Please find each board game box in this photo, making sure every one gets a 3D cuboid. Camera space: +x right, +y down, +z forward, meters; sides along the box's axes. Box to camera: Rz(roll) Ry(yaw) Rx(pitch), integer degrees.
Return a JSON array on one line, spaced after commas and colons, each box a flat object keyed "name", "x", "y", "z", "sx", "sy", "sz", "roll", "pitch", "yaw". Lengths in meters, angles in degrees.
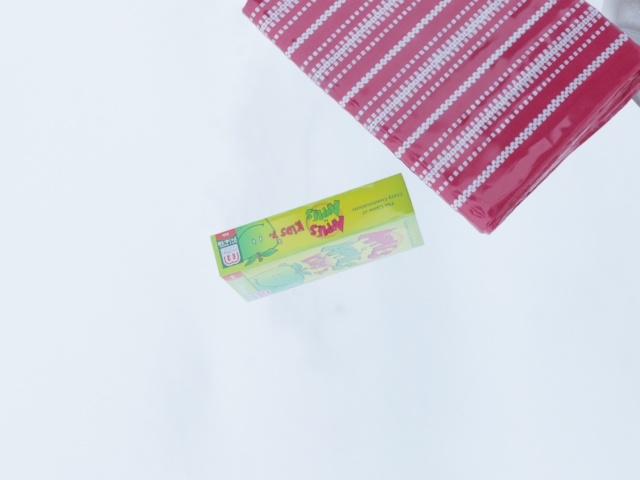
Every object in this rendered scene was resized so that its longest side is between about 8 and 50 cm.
[{"name": "board game box", "x": 0.000, "y": 0.000, "z": 0.918, "sx": 0.181, "sy": 0.092, "sz": 0.043, "roll": -18, "pitch": 69, "yaw": 6}]

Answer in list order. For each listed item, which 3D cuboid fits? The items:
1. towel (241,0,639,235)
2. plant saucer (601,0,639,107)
[{"name": "towel", "x": 0.100, "y": -0.159, "z": 0.792, "sx": 0.275, "sy": 0.031, "sz": 0.199, "roll": 44, "pitch": 82, "yaw": 10}, {"name": "plant saucer", "x": 0.310, "y": -0.143, "z": 0.866, "sx": 0.036, "sy": 0.198, "sz": 0.198, "roll": -42, "pitch": 66, "yaw": -2}]
